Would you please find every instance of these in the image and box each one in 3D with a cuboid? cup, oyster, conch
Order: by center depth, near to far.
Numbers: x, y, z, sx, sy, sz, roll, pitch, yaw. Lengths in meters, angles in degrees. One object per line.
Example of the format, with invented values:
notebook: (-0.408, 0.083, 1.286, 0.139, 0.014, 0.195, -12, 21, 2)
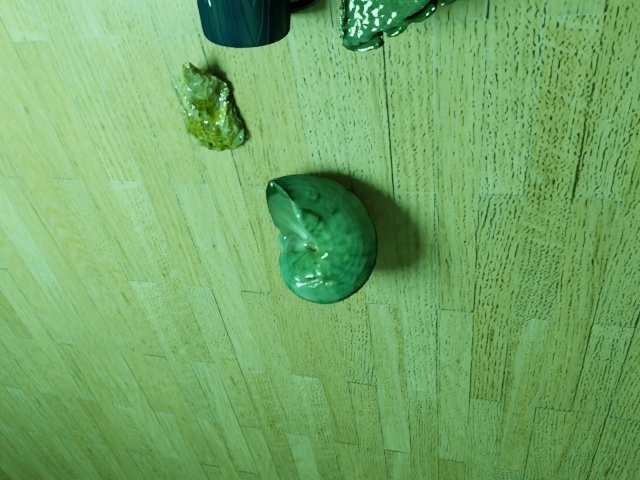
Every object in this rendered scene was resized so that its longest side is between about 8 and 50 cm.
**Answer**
cup: (-0.074, -0.301, 0.640, 0.150, 0.113, 0.138, 10, 134, 13)
oyster: (-0.161, -0.187, 0.828, 0.122, 0.045, 0.146, 22, 136, -20)
conch: (0.001, 0.001, 0.874, 0.196, 0.134, 0.202, 54, 147, 26)

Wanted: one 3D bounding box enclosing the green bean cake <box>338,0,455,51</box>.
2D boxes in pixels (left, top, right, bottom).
green bean cake: (0.065, -0.328, 0.573, 0.193, 0.107, 0.208, -18, 121, 35)
